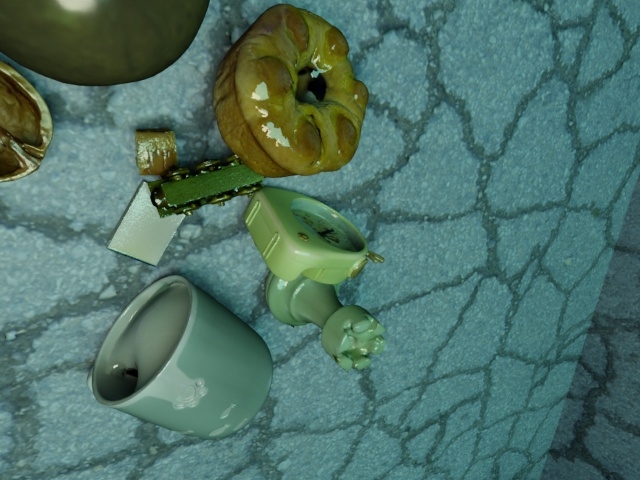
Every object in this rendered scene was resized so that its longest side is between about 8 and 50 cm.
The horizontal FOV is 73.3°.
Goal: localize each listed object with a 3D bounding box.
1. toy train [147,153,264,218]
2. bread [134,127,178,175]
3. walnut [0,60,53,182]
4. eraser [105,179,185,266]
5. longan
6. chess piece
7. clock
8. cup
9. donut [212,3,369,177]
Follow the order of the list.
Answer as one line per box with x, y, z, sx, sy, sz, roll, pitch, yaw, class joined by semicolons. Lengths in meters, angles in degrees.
-0.209;-0.104;0.808;0.226;0.137;0.090;-20;98;-27;toy train
-0.298;-0.161;0.780;0.070;0.077;0.083;-9;114;-25;bread
-0.506;-0.189;0.635;0.167;0.087;0.211;-45;122;-13;walnut
-0.337;-0.032;0.845;0.104;0.023;0.150;28;94;-37;eraser
-0.292;-0.379;0.534;0.361;0.361;0.360;-13;116;-27;longan
0.012;0.158;0.968;0.195;0.299;0.194;-12;116;-26;chess piece
0.000;0.000;0.941;0.308;0.235;0.096;12;120;-39;clock
-0.297;0.274;0.889;0.357;0.259;0.274;-29;129;20;cup
-0.046;-0.262;0.779;0.317;0.150;0.298;-25;103;-47;donut
